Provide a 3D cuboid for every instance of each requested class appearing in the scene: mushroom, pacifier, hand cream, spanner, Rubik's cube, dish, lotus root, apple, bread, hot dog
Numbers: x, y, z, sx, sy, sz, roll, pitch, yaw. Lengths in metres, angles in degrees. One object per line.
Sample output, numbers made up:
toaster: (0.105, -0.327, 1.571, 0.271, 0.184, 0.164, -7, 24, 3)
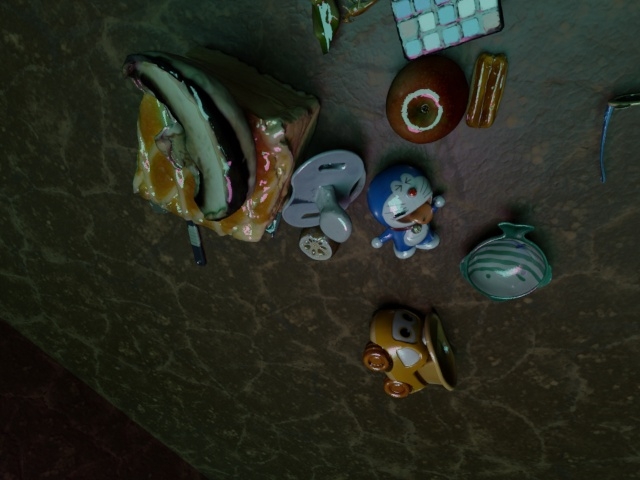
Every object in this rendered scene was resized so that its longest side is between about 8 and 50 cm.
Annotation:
mushroom: (-0.236, -0.207, 0.866, 0.247, 0.130, 0.344, -7, 117, 50)
pacifier: (0.032, -0.093, 1.104, 0.227, 0.207, 0.279, -6, 145, -22)
hand cream: (-0.245, -0.078, 1.335, 0.247, 0.052, 0.075, 18, 127, 7)
spanner: (-0.423, -0.044, 1.441, 0.087, 0.024, 0.316, 10, 126, 15)
Rubik's cube: (0.233, -0.472, 0.825, 0.182, 0.187, 0.184, -9, 121, 24)
dish: (0.483, 0.043, 1.145, 0.224, 0.078, 0.246, 8, 125, 14)
lotus root: (0.000, 0.002, 1.293, 0.122, 0.081, 0.112, 17, 134, 8)
apple: (0.231, -0.303, 0.951, 0.180, 0.168, 0.181, 7, 119, 13)
bread: (-0.231, -0.227, 1.095, 0.371, 0.279, 0.390, 28, 128, 2)
hot dog: (0.362, -0.322, 0.965, 0.071, 0.045, 0.165, 9, 125, 12)

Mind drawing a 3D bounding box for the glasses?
glasses: (0.686, -0.220, 0.928, 0.189, 0.088, 0.221, 5, 143, 15)

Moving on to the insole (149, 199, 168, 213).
insole: (-0.457, -0.137, 1.374, 0.247, 0.011, 0.081, -12, 112, 35)

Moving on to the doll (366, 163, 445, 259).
doll: (0.213, -0.065, 1.120, 0.215, 0.161, 0.257, -29, 124, 3)

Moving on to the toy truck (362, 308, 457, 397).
toy truck: (0.270, 0.337, 1.336, 0.211, 0.204, 0.288, -22, 113, 27)

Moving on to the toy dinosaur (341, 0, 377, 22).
toy dinosaur: (0.084, -0.511, 0.948, 0.113, 0.026, 0.041, -21, 120, 39)

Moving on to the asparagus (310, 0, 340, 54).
asparagus: (-0.003, -0.547, 0.926, 0.080, 0.080, 0.287, -7, 125, 23)
